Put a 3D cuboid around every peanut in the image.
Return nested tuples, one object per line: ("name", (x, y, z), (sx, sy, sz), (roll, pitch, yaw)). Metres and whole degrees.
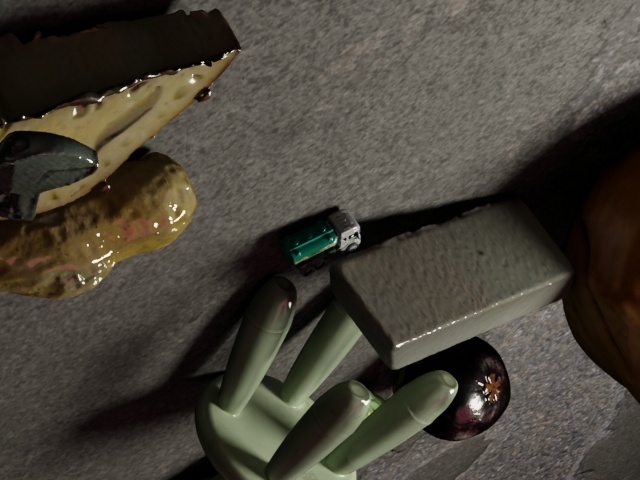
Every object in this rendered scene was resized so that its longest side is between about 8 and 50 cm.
("peanut", (-0.201, -0.010, 1.625), (0.214, 0.099, 0.099), (-26, 155, -27))

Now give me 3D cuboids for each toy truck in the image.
("toy truck", (0.000, 0.000, 1.928), (0.083, 0.039, 0.044), (-26, 153, -19))

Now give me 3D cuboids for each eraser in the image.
("eraser", (0.141, 0.041, 2.042), (0.352, 0.111, 0.077), (-19, 157, -45))

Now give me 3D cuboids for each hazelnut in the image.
("hazelnut", (0.431, 0.023, 2.189), (0.372, 0.315, 0.372), (-62, 179, -2))

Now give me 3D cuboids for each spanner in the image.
("spanner", (-0.314, -0.023, 1.398), (0.325, 0.026, 0.093), (-12, 150, 5))

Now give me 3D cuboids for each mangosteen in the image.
("mangosteen", (0.147, 0.174, 2.341), (0.151, 0.137, 0.137), (-9, 175, 41))

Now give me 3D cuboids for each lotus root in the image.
("lotus root", (-0.201, -0.090, 1.487), (0.261, 0.074, 0.170), (-15, 151, -35))

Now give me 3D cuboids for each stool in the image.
("stool", (-0.004, 0.160, 2.035), (0.195, 0.195, 0.198), (-4, 140, -46))

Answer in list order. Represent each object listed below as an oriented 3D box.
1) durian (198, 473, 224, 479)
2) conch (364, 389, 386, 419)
("durian", (-0.060, 0.363, 2.321), (0.256, 0.204, 0.340), (-29, 159, 9))
("conch", (0.028, 0.238, 2.365), (0.106, 0.079, 0.170), (-8, 156, -15))
